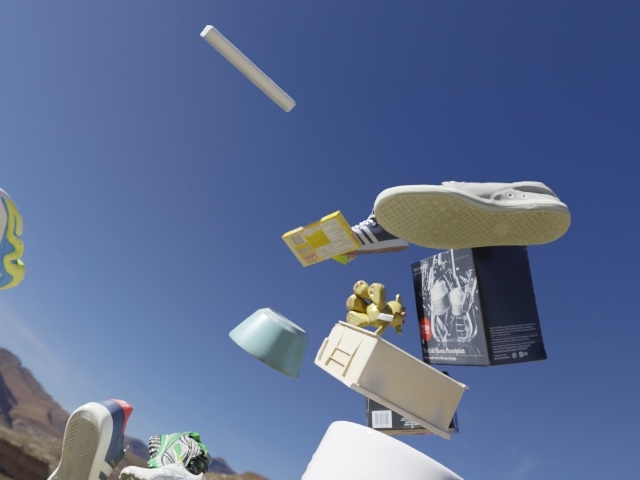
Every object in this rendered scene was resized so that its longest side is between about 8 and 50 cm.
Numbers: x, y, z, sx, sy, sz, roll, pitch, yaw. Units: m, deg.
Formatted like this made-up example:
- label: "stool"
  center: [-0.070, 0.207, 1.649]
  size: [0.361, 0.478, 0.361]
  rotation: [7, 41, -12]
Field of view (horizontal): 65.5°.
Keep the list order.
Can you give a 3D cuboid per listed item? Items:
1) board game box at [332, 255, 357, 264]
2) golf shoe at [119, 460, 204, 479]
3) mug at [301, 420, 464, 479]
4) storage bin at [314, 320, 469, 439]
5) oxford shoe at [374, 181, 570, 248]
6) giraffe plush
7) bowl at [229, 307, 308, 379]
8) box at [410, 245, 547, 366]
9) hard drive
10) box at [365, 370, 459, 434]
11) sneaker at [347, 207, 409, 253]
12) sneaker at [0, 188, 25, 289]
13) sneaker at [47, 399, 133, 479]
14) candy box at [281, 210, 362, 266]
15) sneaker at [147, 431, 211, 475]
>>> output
- label: "board game box"
  center: [0.048, 0.026, 1.952]
  size: [0.181, 0.092, 0.043]
  rotation: [26, -58, 26]
- label: "golf shoe"
  center: [-0.323, 0.493, 1.027]
  size: [0.176, 0.086, 0.069]
  rotation: [31, -57, -15]
- label: "mug"
  center: [0.062, 0.512, 0.766]
  size: [0.276, 0.328, 0.374]
  rotation: [23, -29, 18]
- label: "storage bin"
  center: [0.152, 0.310, 1.153]
  size: [0.262, 0.123, 0.260]
  rotation: [31, -11, -15]
- label: "oxford shoe"
  center: [0.345, -0.073, 1.161]
  size: [0.449, 0.130, 0.169]
  rotation: [1, -45, -3]
- label: "giraffe plush"
  center: [0.215, 0.242, 1.714]
  size: [0.170, 0.181, 0.210]
  rotation: [14, 11, -46]
- label: "bowl"
  center: [-0.169, 0.370, 1.878]
  size: [0.311, 0.163, 0.311]
  rotation: [33, -7, 5]
- label: "box"
  center: [0.422, 0.186, 1.398]
  size: [0.179, 0.312, 0.343]
  rotation: [-1, -13, -17]
- label: "hard drive"
  center: [-0.217, -0.510, 1.477]
  size: [0.307, 0.040, 0.203]
  rotation: [38, 8, -27]
- label: "box"
  center: [0.270, 0.488, 1.471]
  size: [0.247, 0.163, 0.142]
  rotation: [-10, -28, 19]
- label: "sneaker"
  center: [0.134, -0.035, 1.581]
  size: [0.282, 0.153, 0.099]
  rotation: [-4, -8, 6]
- label: "sneaker"
  center: [-0.683, 0.011, 1.022]
  size: [0.091, 0.126, 0.240]
  rotation: [9, -61, 11]
- label: "sneaker"
  center: [-0.519, 0.520, 1.121]
  size: [0.131, 0.350, 0.148]
  rotation: [27, 5, 15]
- label: "candy box"
  center: [0.000, 0.000, 1.271]
  size: [0.206, 0.027, 0.105]
  rotation: [-20, -65, 43]
- label: "sneaker"
  center: [-0.342, 0.558, 1.225]
  size: [0.343, 0.146, 0.134]
  rotation: [-160, -121, -71]
